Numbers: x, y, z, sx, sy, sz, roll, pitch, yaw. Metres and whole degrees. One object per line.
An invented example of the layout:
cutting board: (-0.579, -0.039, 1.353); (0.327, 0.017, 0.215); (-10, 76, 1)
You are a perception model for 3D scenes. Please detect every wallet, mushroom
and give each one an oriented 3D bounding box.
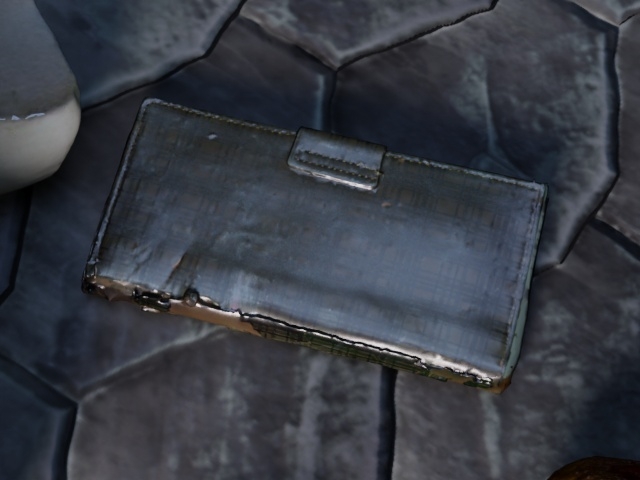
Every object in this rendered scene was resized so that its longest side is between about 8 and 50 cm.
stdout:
wallet: (0.000, 0.000, 1.059); (0.317, 0.044, 0.169); (13, 68, 5)
mushroom: (-0.375, -0.076, 1.007); (0.397, 0.126, 0.177); (-17, 62, -22)

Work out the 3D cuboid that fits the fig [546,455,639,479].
fig: (0.196, 0.241, 0.916); (0.134, 0.146, 0.201); (14, 84, -17)
